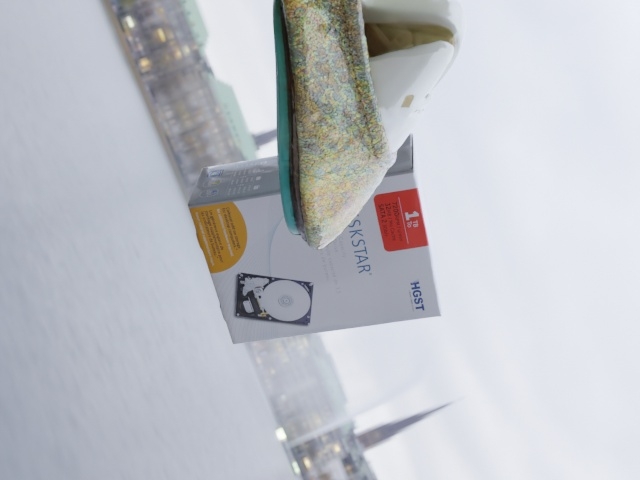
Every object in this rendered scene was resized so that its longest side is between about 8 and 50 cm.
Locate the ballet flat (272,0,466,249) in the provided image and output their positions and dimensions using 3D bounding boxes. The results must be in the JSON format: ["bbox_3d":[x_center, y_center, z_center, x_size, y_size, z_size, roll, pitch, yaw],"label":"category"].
[{"bbox_3d":[0.019,-0.142,0.485,0.123,0.123,0.348,-121,-161,-55],"label":"ballet flat"}]

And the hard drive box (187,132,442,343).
[{"bbox_3d":[0.000,0.000,1.012,0.089,0.232,0.181,-82,160,-59],"label":"hard drive box"}]
